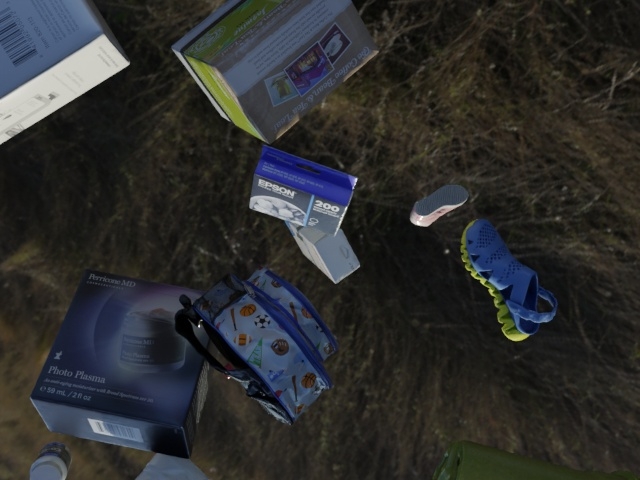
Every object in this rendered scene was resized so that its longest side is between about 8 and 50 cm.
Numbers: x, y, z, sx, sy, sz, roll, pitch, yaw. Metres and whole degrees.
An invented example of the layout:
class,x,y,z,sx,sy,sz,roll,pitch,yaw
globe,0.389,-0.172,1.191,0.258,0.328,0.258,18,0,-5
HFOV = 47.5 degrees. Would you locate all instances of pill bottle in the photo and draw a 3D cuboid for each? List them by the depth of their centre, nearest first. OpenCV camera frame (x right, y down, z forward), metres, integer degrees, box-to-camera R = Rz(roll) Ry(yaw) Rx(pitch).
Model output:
class,x,y,z,sx,sy,sz,roll,pitch,yaw
pill bottle,-0.603,0.508,1.626,0.078,0.078,0.137,55,172,-10

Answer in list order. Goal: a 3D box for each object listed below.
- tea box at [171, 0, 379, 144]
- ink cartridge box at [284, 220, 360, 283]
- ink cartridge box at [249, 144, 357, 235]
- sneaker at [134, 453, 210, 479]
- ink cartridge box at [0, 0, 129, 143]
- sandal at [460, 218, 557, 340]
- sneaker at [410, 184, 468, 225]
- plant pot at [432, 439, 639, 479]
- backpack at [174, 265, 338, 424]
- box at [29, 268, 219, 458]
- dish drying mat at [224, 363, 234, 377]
class,x,y,z,sx,sy,sz,roll,pitch,yaw
tea box,-0.108,-0.429,1.636,0.220,0.329,0.323,54,170,-34
ink cartridge box,0.000,0.000,1.800,0.190,0.082,0.140,43,165,55
ink cartridge box,-0.041,-0.099,1.531,0.206,0.045,0.208,19,152,0
sneaker,-0.262,0.559,1.452,0.292,0.169,0.108,36,157,22
ink cartridge box,-0.402,-0.229,0.835,0.207,0.283,0.117,58,178,4
sandal,0.441,0.083,1.674,0.317,0.126,0.138,55,147,-11
sneaker,0.246,-0.072,1.545,0.051,0.134,0.070,60,159,16
plant pot,0.283,0.413,1.036,0.253,0.276,0.276,22,143,4
backpack,-0.089,0.192,1.315,0.276,0.213,0.263,51,175,-31
box,-0.370,0.242,1.461,0.296,0.294,0.183,10,144,2
dish drying mat,-0.170,0.257,1.533,0.032,0.083,0.008,52,180,-30
